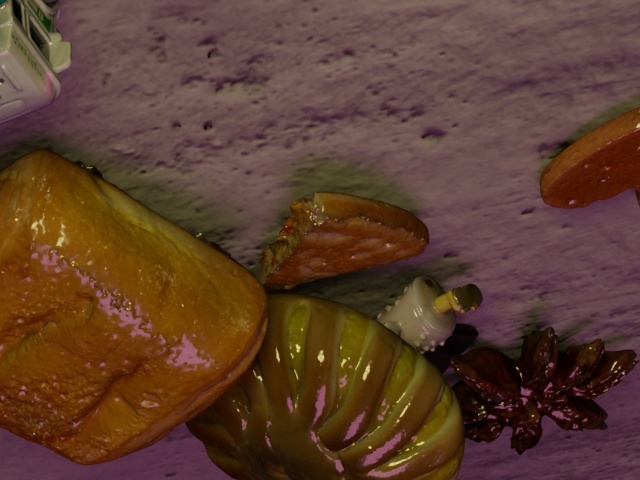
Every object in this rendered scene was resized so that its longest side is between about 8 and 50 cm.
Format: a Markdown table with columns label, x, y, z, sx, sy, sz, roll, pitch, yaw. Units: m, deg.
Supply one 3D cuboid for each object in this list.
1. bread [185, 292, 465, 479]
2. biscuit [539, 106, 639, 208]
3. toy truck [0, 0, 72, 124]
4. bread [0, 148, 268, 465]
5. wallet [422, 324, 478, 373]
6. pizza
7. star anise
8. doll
| label | x | y | z | sx | sy | sz | roll | pitch | yaw |
| --- | --- | --- | --- | --- | --- | --- | --- | --- | --- |
| bread | -0.006 | 0.196 | 1.947 | 0.333 | 0.160 | 0.333 | 16 | 139 | 15 |
| biscuit | 0.341 | -0.076 | 1.876 | 0.192 | 0.036 | 0.186 | 23 | 134 | -39 |
| toy truck | -0.326 | -0.225 | 1.358 | 0.176 | 0.178 | 0.363 | -19 | 147 | 9 |
| bread | -0.256 | 0.098 | 1.788 | 0.337 | 0.148 | 0.328 | 36 | 125 | -26 |
| wallet | 0.121 | 0.149 | 2.133 | 0.082 | 0.018 | 0.157 | 7 | 140 | -26 |
| pizza | 0.000 | 0.000 | 1.863 | 0.199 | 0.062 | 0.188 | -27 | 150 | 31 |
| star anise | 0.259 | 0.183 | 2.165 | 0.288 | 0.088 | 0.288 | -9 | 143 | -7 |
| doll | 0.085 | 0.103 | 2.005 | 0.207 | 0.081 | 0.129 | -33 | 173 | 27 |
